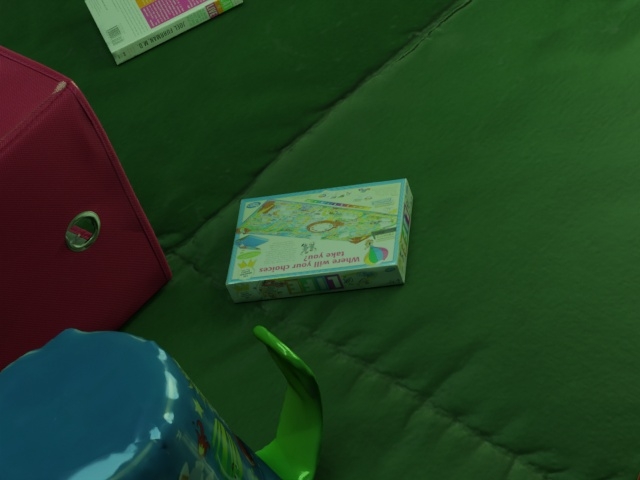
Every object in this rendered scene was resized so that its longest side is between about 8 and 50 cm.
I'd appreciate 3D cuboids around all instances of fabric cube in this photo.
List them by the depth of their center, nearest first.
[{"bbox_3d":[-0.331,-0.005,1.643,0.259,0.254,0.258,25,60,38],"label":"fabric cube"}]

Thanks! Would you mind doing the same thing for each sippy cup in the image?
[{"bbox_3d":[-0.146,0.191,1.396,0.240,0.224,0.305,1,47,22],"label":"sippy cup"}]

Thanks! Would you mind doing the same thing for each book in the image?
[{"bbox_3d":[-0.162,-0.246,1.974,0.144,0.035,0.096,-26,46,-3],"label":"book"}]

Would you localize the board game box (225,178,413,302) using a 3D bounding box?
[{"bbox_3d":[0.000,0.000,1.667,0.154,0.026,0.103,-6,45,16],"label":"board game box"}]

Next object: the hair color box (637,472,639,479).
[{"bbox_3d":[0.253,0.203,1.352,0.072,0.043,0.141,8,52,27],"label":"hair color box"}]
